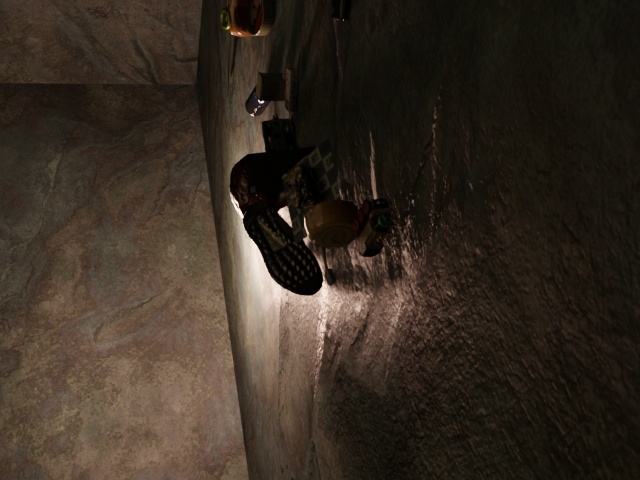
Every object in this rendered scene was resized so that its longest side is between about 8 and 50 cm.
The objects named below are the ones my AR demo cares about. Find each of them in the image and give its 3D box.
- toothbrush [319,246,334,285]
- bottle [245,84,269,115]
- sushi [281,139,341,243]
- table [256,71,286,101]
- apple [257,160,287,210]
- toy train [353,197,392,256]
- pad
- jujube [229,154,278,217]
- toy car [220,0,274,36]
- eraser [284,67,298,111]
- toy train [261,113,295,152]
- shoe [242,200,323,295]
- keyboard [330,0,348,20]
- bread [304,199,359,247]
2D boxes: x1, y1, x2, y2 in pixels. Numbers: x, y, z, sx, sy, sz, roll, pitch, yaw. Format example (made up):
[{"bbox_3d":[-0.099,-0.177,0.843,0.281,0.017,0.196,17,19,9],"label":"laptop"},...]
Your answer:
[{"bbox_3d":[0.000,0.000,1.856,0.025,0.019,0.276,115,149,-48],"label":"toothbrush"},{"bbox_3d":[-0.206,-0.489,2.385,0.244,0.072,0.082,161,127,-73],"label":"bottle"},{"bbox_3d":[-0.040,-0.128,1.760,0.192,0.050,0.215,-34,57,38],"label":"sushi"},{"bbox_3d":[-0.154,-0.484,2.184,0.062,0.083,0.079,-114,27,-50],"label":"table"},{"bbox_3d":[-0.114,-0.180,1.976,0.158,0.156,0.147,-75,-17,-59],"label":"apple"},{"bbox_3d":[0.108,-0.028,1.420,0.138,0.050,0.087,116,142,-58],"label":"toy train"},{"bbox_3d":[-0.103,-0.190,1.884,0.004,0.193,0.116,41,-138,-82],"label":"pad"},{"bbox_3d":[-0.210,-0.168,2.301,0.183,0.183,0.243,106,163,-50],"label":"jujube"},{"bbox_3d":[-0.224,-0.787,2.331,0.235,0.145,0.235,25,121,50],"label":"toy car"},{"bbox_3d":[-0.086,-0.445,2.051,0.052,0.029,0.122,-123,34,-60],"label":"eraser"},{"bbox_3d":[-0.127,-0.277,2.126,0.136,0.091,0.228,97,164,-65],"label":"toy train"},{"bbox_3d":[-0.088,0.041,1.988,0.336,0.132,0.171,52,-174,30],"label":"shoe"},{"bbox_3d":[0.048,-0.613,1.555,0.094,0.025,0.230,-129,38,-62],"label":"keyboard"},{"bbox_3d":[0.026,-0.041,1.571,0.149,0.122,0.073,123,144,-63],"label":"bread"}]
